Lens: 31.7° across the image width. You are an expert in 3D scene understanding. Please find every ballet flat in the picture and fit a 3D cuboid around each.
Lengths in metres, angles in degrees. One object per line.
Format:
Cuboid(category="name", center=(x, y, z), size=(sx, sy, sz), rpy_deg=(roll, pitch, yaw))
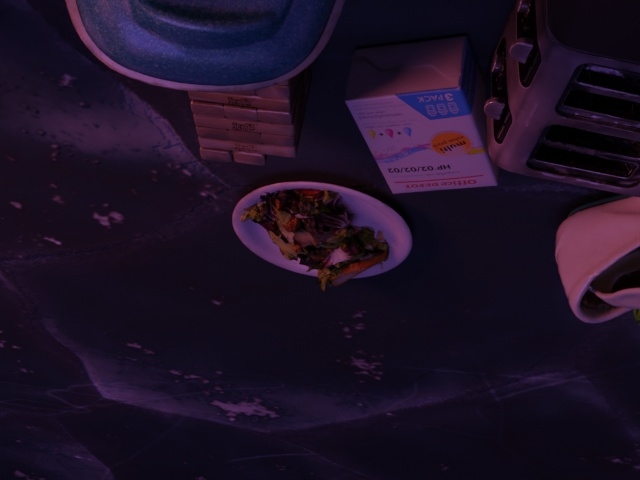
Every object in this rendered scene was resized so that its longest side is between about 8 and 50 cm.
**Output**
Cuboid(category="ballet flat", center=(0.384, -0.011, 1.017), size=(0.139, 0.139, 0.400), rpy_deg=(30, 144, -31))

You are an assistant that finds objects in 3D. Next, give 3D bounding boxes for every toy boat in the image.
Cuboid(category="toy boat", center=(0.005, -0.214, 0.645), size=(0.318, 0.148, 0.268), rpy_deg=(-1, 110, -9))

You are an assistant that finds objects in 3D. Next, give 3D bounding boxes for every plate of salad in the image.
Cuboid(category="plate of salad", center=(0.000, 0.000, 1.228), size=(0.199, 0.048, 0.200), rpy_deg=(8, 150, 5))

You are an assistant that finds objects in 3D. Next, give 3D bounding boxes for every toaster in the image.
Cuboid(category="toaster", center=(0.229, -0.128, 0.884), size=(0.185, 0.110, 0.168), rpy_deg=(11, 151, -3))

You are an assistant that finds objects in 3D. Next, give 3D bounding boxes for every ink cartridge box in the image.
Cuboid(category="ink cartridge box", center=(0.102, -0.098, 1.017), size=(0.104, 0.062, 0.181), rpy_deg=(-3, 148, 22))

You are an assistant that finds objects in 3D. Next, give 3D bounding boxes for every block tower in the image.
Cuboid(category="block tower", center=(-0.063, -0.191, 0.882), size=(0.091, 0.097, 0.335), rpy_deg=(6, 151, 6))

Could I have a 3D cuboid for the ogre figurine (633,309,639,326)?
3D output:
Cuboid(category="ogre figurine", center=(0.421, 0.057, 1.166), size=(0.197, 0.097, 0.118), rpy_deg=(12, 172, 28))
